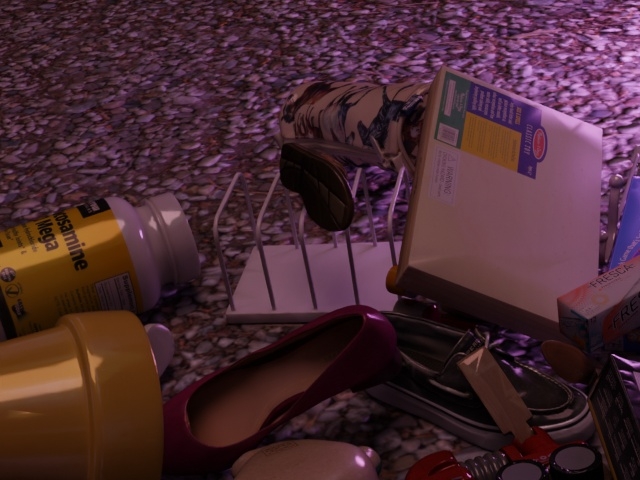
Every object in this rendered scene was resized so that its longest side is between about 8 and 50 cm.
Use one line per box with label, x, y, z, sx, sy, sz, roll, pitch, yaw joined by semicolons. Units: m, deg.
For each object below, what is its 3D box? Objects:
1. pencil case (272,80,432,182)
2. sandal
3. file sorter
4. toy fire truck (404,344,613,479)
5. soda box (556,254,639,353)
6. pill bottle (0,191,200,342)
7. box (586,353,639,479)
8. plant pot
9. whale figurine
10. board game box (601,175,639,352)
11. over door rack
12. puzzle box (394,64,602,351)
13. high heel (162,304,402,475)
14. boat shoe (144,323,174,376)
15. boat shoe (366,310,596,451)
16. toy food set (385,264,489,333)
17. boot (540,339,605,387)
pencil case;0.084;-0.184;2.047;0.184;0.159;0.410;-25;19;-27
sandal;0.003;-0.081;1.741;0.060;0.090;0.219;1;19;-26
file sorter;0.000;0.000;1.834;0.278;0.173;0.193;-1;32;13
toy fire truck;0.190;0.251;1.395;0.217;0.158;0.246;-15;22;-8
soda box;0.391;0.072;1.559;0.183;0.058;0.063;-26;36;-20
pill bottle;-0.361;0.044;1.849;0.334;0.187;0.188;-20;32;-16
box;0.435;0.265;1.259;0.257;0.079;0.322;13;29;-10
plant pot;-0.335;0.212;1.439;0.239;0.254;0.254;-1;26;-25
whale figurine;-0.026;0.306;1.404;0.216;0.141;0.272;-18;7;-14
board game box;0.534;0.030;1.719;0.233;0.078;0.347;4;33;21
over door rack;0.369;-0.086;1.934;0.240;0.108;0.324;6;34;24
puzzle box;0.261;-0.054;1.713;0.272;0.052;0.409;21;48;-7
high heel;-0.086;0.176;1.492;0.377;0.181;0.127;-26;64;4
boat shoe;-0.284;0.204;1.686;0.081;0.079;0.227;-17;26;38
boat shoe;0.184;0.172;1.544;0.335;0.119;0.121;11;37;32
toy food set;0.190;0.079;1.689;0.105;0.111;0.232;13;6;34
boot;0.324;0.155;1.558;0.042;0.118;0.087;-53;6;10
